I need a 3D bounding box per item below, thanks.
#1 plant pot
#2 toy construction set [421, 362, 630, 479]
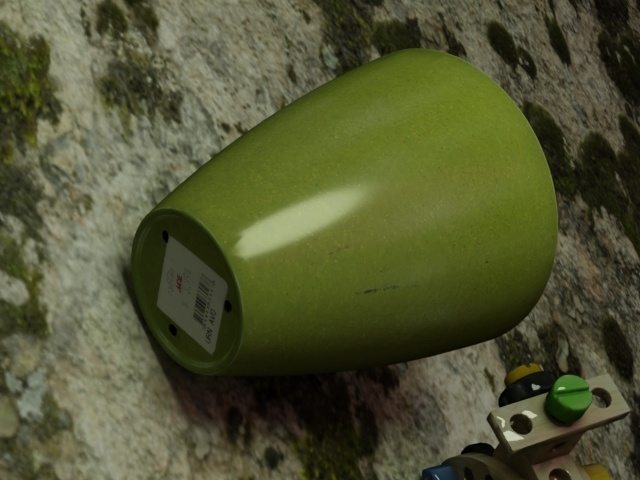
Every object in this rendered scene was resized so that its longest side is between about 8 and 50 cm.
[{"bbox_3d":[0.000,0.000,1.155,0.293,0.275,0.274,-20,84,-42],"label":"plant pot"},{"bbox_3d":[0.245,0.240,1.212,0.309,0.237,0.257,10,45,-9],"label":"toy construction set"}]
